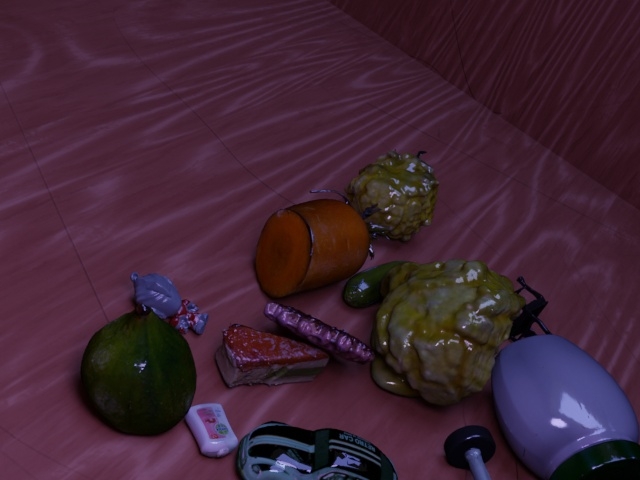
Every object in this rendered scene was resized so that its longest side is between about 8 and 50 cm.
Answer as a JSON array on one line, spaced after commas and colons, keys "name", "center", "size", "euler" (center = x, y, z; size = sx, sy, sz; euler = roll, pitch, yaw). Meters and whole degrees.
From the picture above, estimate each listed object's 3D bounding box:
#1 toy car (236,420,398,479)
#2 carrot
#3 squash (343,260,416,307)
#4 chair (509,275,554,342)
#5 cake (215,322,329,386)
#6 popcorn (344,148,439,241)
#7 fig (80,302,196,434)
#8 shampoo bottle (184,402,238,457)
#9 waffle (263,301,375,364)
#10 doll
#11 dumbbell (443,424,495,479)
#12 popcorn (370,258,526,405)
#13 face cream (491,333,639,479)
[{"name": "toy car", "center": [0.012, 0.393, 1.706], "size": [0.306, 0.125, 0.136], "euler": [23, 32, -13]}, {"name": "carrot", "center": [0.000, 0.000, 2.197], "size": [0.331, 0.193, 0.214], "euler": [-10, 76, -47]}, {"name": "squash", "center": [0.167, 0.094, 2.311], "size": [0.332, 0.087, 0.087], "euler": [-10, 48, -48]}, {"name": "chair", "center": [0.517, 0.210, 2.409], "size": [0.113, 0.106, 0.229], "euler": [-16, 54, -48]}, {"name": "cake", "center": [-0.104, 0.216, 1.902], "size": [0.221, 0.086, 0.116], "euler": [-2, 45, -40]}, {"name": "popcorn", "center": [0.190, -0.124, 2.514], "size": [0.249, 0.225, 0.249], "euler": [17, 37, -13]}, {"name": "fig", "center": [-0.289, 0.188, 1.651], "size": [0.203, 0.235, 0.203], "euler": [17, 32, -11]}, {"name": "shampoo bottle", "center": [-0.186, 0.331, 1.707], "size": [0.072, 0.043, 0.099], "euler": [1, 41, -36]}, {"name": "waffle", "center": [0.000, 0.186, 1.962], "size": [0.234, 0.055, 0.221], "euler": [22, -4, 18]}, {"name": "doll", "center": [-0.295, 0.120, 1.906], "size": [0.180, 0.079, 0.094], "euler": [36, 53, -14]}, {"name": "dumbbell", "center": [0.307, 0.453, 1.881], "size": [0.100, 0.100, 0.191], "euler": [14, 33, -24]}, {"name": "popcorn", "center": [0.251, 0.169, 2.064], "size": [0.292, 0.293, 0.334], "euler": [29, 28, 2]}, {"name": "face cream", "center": [0.516, 0.375, 2.051], "size": [0.313, 0.219, 0.357], "euler": [11, 36, -27]}]
